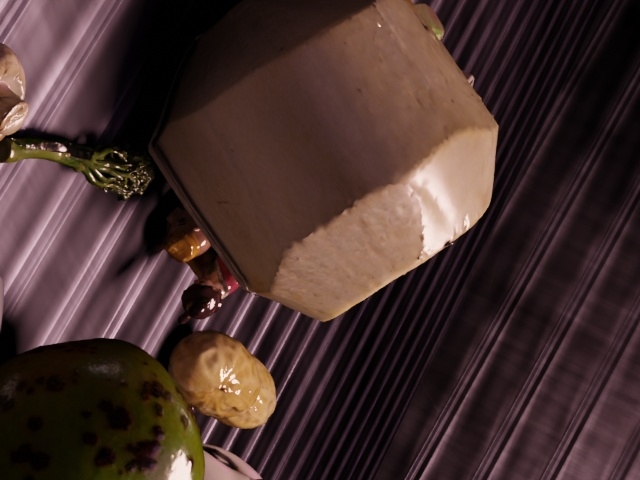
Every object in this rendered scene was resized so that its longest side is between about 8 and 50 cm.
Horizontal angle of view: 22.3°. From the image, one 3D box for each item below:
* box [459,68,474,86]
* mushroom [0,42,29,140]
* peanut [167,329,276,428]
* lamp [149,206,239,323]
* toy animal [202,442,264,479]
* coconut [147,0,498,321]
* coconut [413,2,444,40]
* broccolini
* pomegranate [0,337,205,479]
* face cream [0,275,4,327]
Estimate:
[{"bbox_3d":[0.122,-0.111,2.346,0.203,0.106,0.251,-49,159,-50],"label":"box"},{"bbox_3d":[-0.231,-0.095,1.092,0.083,0.067,0.083,-52,163,-24],"label":"mushroom"},{"bbox_3d":[-0.113,0.164,1.898,0.229,0.098,0.103,48,29,-73],"label":"peanut"},{"bbox_3d":[-0.103,-0.003,1.666,0.253,0.118,0.118,-40,151,-55],"label":"lamp"},{"bbox_3d":[-0.162,0.354,1.790,0.310,0.251,0.250,-35,146,-64],"label":"toy animal"},{"bbox_3d":[0.003,-0.097,1.510,0.323,0.323,0.323,-60,165,-27],"label":"coconut"},{"bbox_3d":[0.123,-0.275,2.141,0.083,0.081,0.082,-14,148,-29],"label":"coconut"},{"bbox_3d":[-0.198,-0.063,1.328,0.054,0.051,0.239,-59,165,8],"label":"broccolini"},{"bbox_3d":[-0.170,0.201,1.368,0.231,0.286,0.230,-158,-90,-81],"label":"pomegranate"},{"bbox_3d":[-0.273,0.058,1.085,0.117,0.117,0.104,72,35,-70],"label":"face cream"}]
